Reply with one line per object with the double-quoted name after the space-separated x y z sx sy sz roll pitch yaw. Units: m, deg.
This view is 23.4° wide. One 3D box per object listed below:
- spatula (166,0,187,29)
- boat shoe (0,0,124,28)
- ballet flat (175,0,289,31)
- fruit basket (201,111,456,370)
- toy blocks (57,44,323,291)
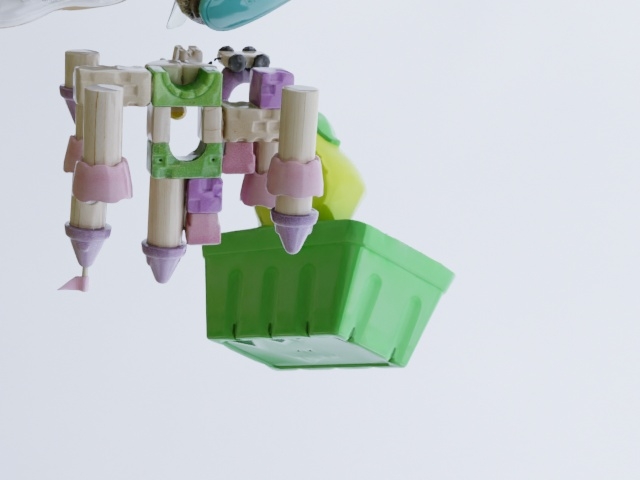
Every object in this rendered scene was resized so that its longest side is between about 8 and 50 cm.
-0.128 -0.399 2.071 0.019 0.168 0.242 37 -56 15 "spatula"
-0.371 -0.342 1.986 0.098 0.277 0.096 39 -44 39 "boat shoe"
0.045 -0.399 1.786 0.164 0.483 0.182 65 6 -62 "ballet flat"
0.000 0.000 2.395 0.392 0.283 0.392 -24 -128 35 "fruit basket"
-0.164 -0.075 1.804 0.309 0.289 0.260 -136 -134 -66 "toy blocks"
